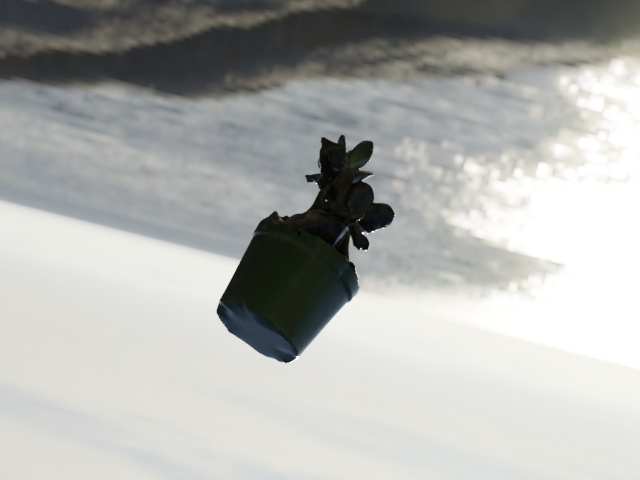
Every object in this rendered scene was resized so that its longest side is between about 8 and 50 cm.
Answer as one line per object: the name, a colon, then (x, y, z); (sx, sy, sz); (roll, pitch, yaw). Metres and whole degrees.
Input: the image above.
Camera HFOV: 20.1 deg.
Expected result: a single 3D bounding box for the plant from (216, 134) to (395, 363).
plant: (0.000, 0.000, 0.754); (0.051, 0.102, 0.051); (28, 158, 12)
